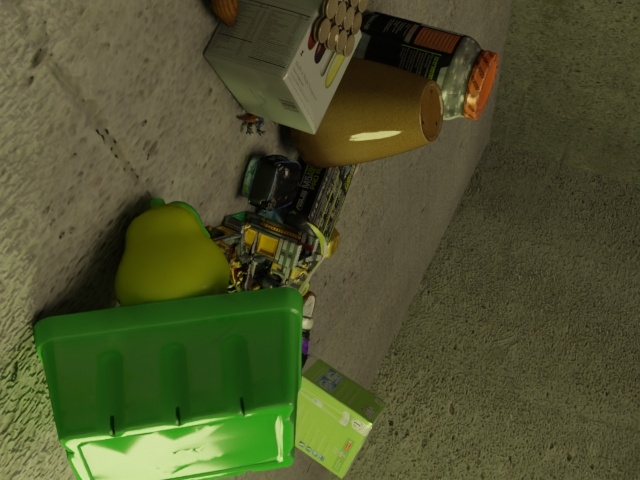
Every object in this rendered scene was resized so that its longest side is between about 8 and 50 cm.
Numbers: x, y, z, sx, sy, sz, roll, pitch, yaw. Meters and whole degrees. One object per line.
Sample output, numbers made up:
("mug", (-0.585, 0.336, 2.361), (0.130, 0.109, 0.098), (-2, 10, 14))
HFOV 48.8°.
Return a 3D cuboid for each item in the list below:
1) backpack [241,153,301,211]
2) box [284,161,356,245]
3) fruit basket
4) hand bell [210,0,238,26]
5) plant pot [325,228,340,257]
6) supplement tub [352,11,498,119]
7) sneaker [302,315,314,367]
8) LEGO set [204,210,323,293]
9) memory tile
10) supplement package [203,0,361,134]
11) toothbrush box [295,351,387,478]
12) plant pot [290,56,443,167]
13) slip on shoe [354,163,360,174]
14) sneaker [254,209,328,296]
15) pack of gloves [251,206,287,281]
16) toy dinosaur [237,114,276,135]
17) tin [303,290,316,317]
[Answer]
("backpack", (-0.092, -0.117, 1.358), (0.114, 0.084, 0.105), (-17, 127, -61))
("box", (0.006, -0.121, 1.626), (0.216, 0.060, 0.270), (73, 34, -63))
("fruit basket", (-0.208, 0.140, 1.026), (0.392, 0.391, 0.283), (-53, 156, -40))
("hand bell", (-0.143, -0.366, 0.951), (0.242, 0.126, 0.126), (85, 29, -75))
("plant pot", (0.000, 0.000, 1.751), (0.081, 0.083, 0.081), (-41, 147, -54))
("supplement tub", (0.230, -0.391, 1.609), (0.194, 0.315, 0.194), (-55, 157, -36))
("sneaker", (-0.078, 0.221, 1.443), (0.293, 0.102, 0.146), (113, -14, -82))
("LEGO set", (-0.129, 0.081, 1.296), (0.331, 0.192, 0.255), (-3, 113, -70))
("memory tile", (0.034, -0.351, 1.099), (0.148, 0.012, 0.113), (-8, 117, -68))
("supplement package", (-0.052, -0.319, 1.149), (0.203, 0.149, 0.194), (-66, 161, -10))
("toothbrush box", (0.003, 0.460, 1.895), (0.122, 0.283, 0.206), (-33, 150, -61))
("plant pot", (0.107, -0.259, 1.410), (0.237, 0.254, 0.237), (-16, 108, -58))
("slip on shoe", (0.084, -0.210, 1.838), (0.041, 0.051, 0.135), (47, 67, -25))
("sneaker", (-0.071, 0.057, 1.484), (0.121, 0.111, 0.300), (-40, 158, -35))
("pack of gloves", (-0.094, 0.002, 1.547), (0.232, 0.046, 0.195), (-35, 141, -60))
("toy dinosaur", (-0.107, -0.226, 1.276), (0.090, 0.047, 0.082), (59, 35, -55))
("tin", (-0.060, 0.221, 1.903), (0.106, 0.040, 0.190), (-20, 129, -61))
